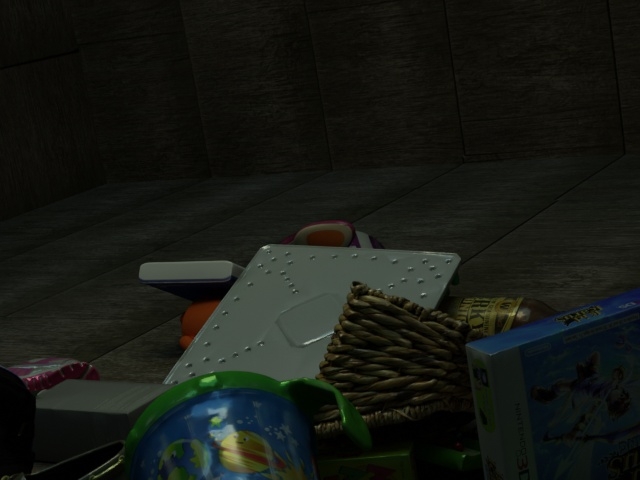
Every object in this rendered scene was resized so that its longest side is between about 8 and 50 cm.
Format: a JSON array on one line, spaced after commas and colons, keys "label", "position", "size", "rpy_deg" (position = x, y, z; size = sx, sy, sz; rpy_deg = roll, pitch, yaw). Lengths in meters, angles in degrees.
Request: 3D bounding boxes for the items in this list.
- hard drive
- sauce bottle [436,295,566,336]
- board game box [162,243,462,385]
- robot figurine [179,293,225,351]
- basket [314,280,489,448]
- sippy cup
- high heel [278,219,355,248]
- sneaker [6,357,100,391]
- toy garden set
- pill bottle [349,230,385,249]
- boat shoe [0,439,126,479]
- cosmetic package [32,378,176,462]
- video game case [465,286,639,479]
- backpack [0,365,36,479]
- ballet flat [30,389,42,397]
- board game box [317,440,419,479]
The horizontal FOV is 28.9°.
[{"label": "hard drive", "position": [-0.168, 0.099, 2.386], "size": [0.210, 0.040, 0.319], "rpy_deg": [-2, -16, 31]}, {"label": "sauce bottle", "position": [0.302, 0.145, 2.029], "size": [0.344, 0.111, 0.111], "rpy_deg": [-2, 15, 33]}, {"label": "board game box", "position": [-0.005, 0.148, 2.040], "size": [0.390, 0.050, 0.390], "rpy_deg": [3, 37, 28]}, {"label": "robot figurine", "position": [-0.168, 0.166, 2.259], "size": [0.158, 0.128, 0.219], "rpy_deg": [15, -6, -39]}, {"label": "basket", "position": [0.114, 0.209, 1.656], "size": [0.214, 0.223, 0.299], "rpy_deg": [20, -9, 12]}, {"label": "sippy cup", "position": [-0.091, 0.302, 1.396], "size": [0.240, 0.305, 0.224], "rpy_deg": [9, 25, -22]}, {"label": "high heel", "position": [0.000, 0.000, 2.289], "size": [0.244, 0.082, 0.117], "rpy_deg": [-34, 4, 46]}, {"label": "sneaker", "position": [-0.517, 0.265, 2.177], "size": [0.252, 0.103, 0.111], "rpy_deg": [-7, 7, -17]}, {"label": "toy garden set", "position": [0.259, 0.254, 1.582], "size": [0.244, 0.049, 0.204], "rpy_deg": [0, 5, -42]}, {"label": "pill bottle", "position": [0.061, 0.074, 2.390], "size": [0.169, 0.169, 0.301], "rpy_deg": [-10, 13, -1]}, {"label": "boat shoe", "position": [-0.391, 0.354, 1.683], "size": [0.305, 0.091, 0.109], "rpy_deg": [-15, 14, -21]}, {"label": "cosmetic package", "position": [-0.341, 0.284, 1.937], "size": [0.238, 0.107, 0.127], "rpy_deg": [-4, 14, 35]}, {"label": "video game case", "position": [0.313, 0.205, 1.459], "size": [0.270, 0.244, 0.061], "rpy_deg": [-15, 15, -22]}, {"label": "backpack", "position": [-0.539, 0.278, 1.754], "size": [0.213, 0.276, 0.263], "rpy_deg": [-7, -21, 43]}, {"label": "ballet flat", "position": [-0.531, 0.310, 1.993], "size": [0.096, 0.095, 0.280], "rpy_deg": [18, 28, 39]}, {"label": "board game box", "position": [0.032, 0.309, 1.560], "size": [0.181, 0.092, 0.043], "rpy_deg": [-7, 13, 14]}]
